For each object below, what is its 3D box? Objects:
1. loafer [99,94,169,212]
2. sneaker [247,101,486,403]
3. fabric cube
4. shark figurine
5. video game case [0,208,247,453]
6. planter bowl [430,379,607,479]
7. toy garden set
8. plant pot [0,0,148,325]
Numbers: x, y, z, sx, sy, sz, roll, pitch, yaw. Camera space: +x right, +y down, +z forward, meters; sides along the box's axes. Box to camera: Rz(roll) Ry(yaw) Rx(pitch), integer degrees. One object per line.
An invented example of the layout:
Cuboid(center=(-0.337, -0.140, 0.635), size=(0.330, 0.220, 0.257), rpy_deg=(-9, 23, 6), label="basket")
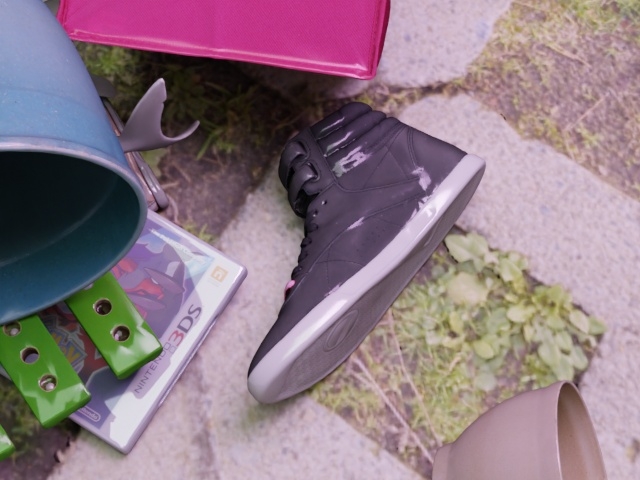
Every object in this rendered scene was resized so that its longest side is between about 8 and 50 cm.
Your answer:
Cuboid(center=(-0.180, -0.074, 1.064), size=(0.039, 0.045, 0.125), rpy_deg=(-31, 72, -6), label="loafer")
Cuboid(center=(0.000, 0.000, 1.005), size=(0.147, 0.104, 0.296), rpy_deg=(34, 63, 15), label="sneaker")
Cuboid(center=(-0.058, -0.284, 0.992), size=(0.259, 0.258, 0.254), rpy_deg=(9, 106, 2), label="fabric cube")
Cuboid(center=(-0.237, -0.133, 1.014), size=(0.166, 0.116, 0.278), rpy_deg=(-38, 47, -10), label="shark figurine")
Cuboid(center=(-0.193, 0.049, 1.002), size=(0.201, 0.023, 0.183), rpy_deg=(30, 75, 12), label="video game case")
Cuboid(center=(0.149, 0.194, 0.897), size=(0.109, 0.162, 0.162), rpy_deg=(-14, 63, 21), label="planter bowl")
Cuboid(center=(-0.282, 0.079, 0.945), size=(0.244, 0.049, 0.204), rpy_deg=(-33, 74, -18), label="toy garden set")
Cuboid(center=(-0.290, -0.096, 0.848), size=(0.272, 0.271, 0.255), rpy_deg=(-18, 68, -10), label="plant pot")
